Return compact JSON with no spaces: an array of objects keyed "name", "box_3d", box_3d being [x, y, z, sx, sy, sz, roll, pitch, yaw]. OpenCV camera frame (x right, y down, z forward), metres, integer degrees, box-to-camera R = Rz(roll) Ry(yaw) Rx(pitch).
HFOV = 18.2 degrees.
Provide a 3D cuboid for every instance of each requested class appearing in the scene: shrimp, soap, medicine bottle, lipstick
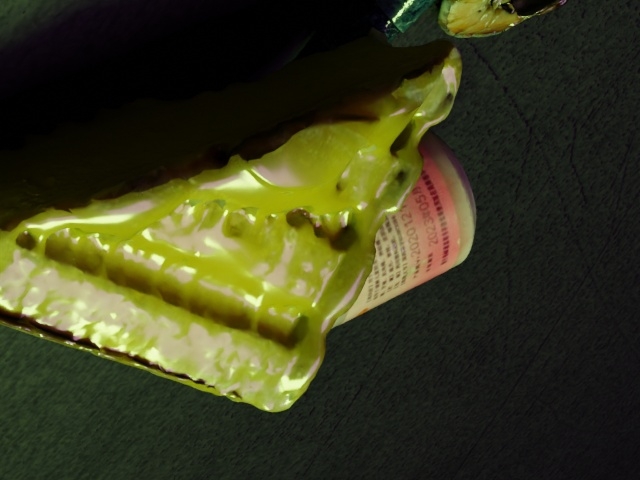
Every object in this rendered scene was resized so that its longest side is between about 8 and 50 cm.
[{"name":"shrimp","box_3d":[0.185,-0.231,1.637,0.195,0.035,0.148,-42,152,24]},{"name":"soap","box_3d":[-0.102,-0.067,1.398,0.338,0.169,0.304,22,96,-40]},{"name":"medicine bottle","box_3d":[0.000,0.000,1.663,0.247,0.147,0.147,-26,152,-23]},{"name":"lipstick","box_3d":[0.020,-0.144,1.561,0.234,0.053,0.053,-48,153,26]}]
